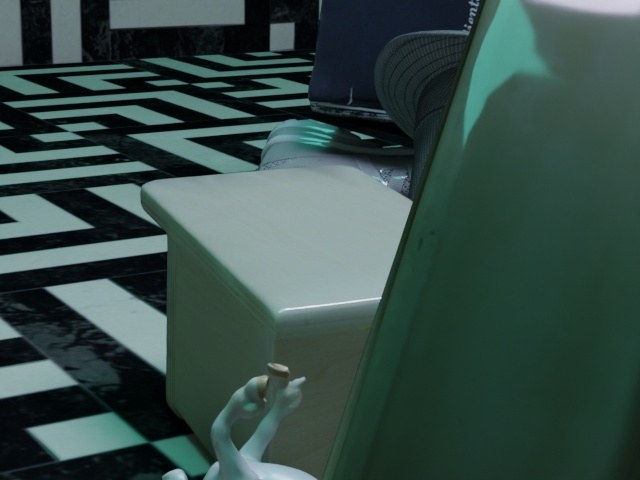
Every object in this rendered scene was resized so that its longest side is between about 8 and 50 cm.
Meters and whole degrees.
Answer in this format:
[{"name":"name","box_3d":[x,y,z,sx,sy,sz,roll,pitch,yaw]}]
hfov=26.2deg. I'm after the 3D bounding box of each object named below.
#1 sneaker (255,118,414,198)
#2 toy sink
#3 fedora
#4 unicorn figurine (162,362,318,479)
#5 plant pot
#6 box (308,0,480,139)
[{"name":"sneaker","box_3d":[0.065,-0.025,1.239,0.281,0.105,0.115,9,47,22]},{"name":"toy sink","box_3d":[-0.004,0.052,0.805,0.152,0.131,0.234,-6,21,-24]},{"name":"fedora","box_3d":[0.157,-0.035,0.972,0.275,0.124,0.244,14,-21,5]},{"name":"unicorn figurine","box_3d":[-0.021,0.116,0.646,0.161,0.111,0.060,20,10,15]},{"name":"plant pot","box_3d":[0.146,0.078,0.456,0.280,0.323,0.323,18,16,2]},{"name":"box","box_3d":[0.319,-0.207,1.301,0.471,0.298,0.480,7,0,30]}]
